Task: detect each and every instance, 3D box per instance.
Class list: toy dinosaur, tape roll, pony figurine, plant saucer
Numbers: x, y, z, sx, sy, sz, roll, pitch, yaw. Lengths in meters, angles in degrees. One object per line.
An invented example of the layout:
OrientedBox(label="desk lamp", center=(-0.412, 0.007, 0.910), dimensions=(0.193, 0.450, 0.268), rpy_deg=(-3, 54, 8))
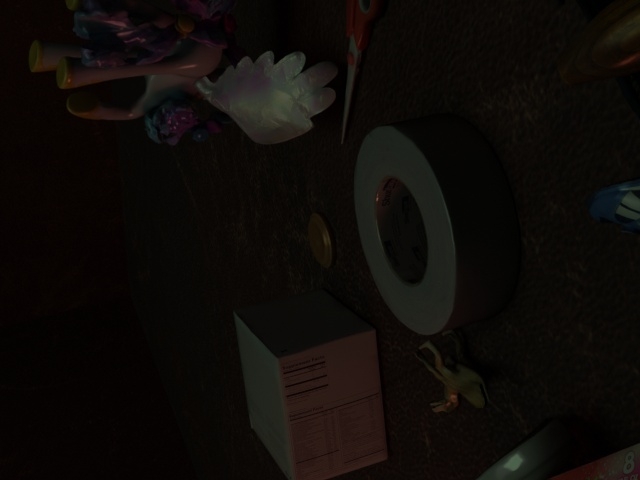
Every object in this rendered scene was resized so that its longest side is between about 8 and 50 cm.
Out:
OrientedBox(label="toy dinosaur", center=(0.151, 0.142, 0.971), dimensions=(0.092, 0.053, 0.183), rpy_deg=(56, 163, 10))
OrientedBox(label="tape roll", center=(0.112, -0.016, 0.918), dimensions=(0.219, 0.072, 0.219), rpy_deg=(166, 90, -71))
OrientedBox(label="pony figurine", center=(-0.170, -0.256, 1.212), dimensions=(0.351, 0.363, 0.303), rpy_deg=(-27, 67, 55))
OrientedBox(label="plant saucer", center=(0.000, 0.000, 1.315), dimensions=(0.083, 0.013, 0.083), rpy_deg=(167, 90, -70))

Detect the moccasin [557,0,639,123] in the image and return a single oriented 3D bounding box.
OrientedBox(label="moccasin", center=(0.191, -0.185, 0.525), dimensions=(0.138, 0.117, 0.342), rpy_deg=(113, 139, -59))

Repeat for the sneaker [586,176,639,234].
OrientedBox(label="sneaker", center=(0.235, -0.018, 0.612), dimensions=(0.144, 0.053, 0.059), rpy_deg=(172, 83, -71))

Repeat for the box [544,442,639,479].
OrientedBox(label="box", center=(0.196, 0.268, 0.642), dimensions=(0.300, 0.142, 0.154), rpy_deg=(126, 162, -57))

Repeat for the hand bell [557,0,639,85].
OrientedBox(label="hand bell", center=(0.207, -0.131, 0.403), dimensions=(0.242, 0.126, 0.126), rpy_deg=(-28, 76, 50))

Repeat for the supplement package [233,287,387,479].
OrientedBox(label="supplement package", center=(-0.016, 0.205, 1.290), dimensions=(0.194, 0.149, 0.203), rpy_deg=(-146, 46, -62))

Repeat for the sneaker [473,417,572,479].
OrientedBox(label="sneaker", center=(0.201, 0.271, 0.859), dimensions=(0.123, 0.106, 0.290), rpy_deg=(46, 152, 25))

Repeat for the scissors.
OrientedBox(label="scissors", center=(0.043, -0.222, 1.041), dimensions=(0.109, 0.021, 0.297), rpy_deg=(-128, 31, -49))
